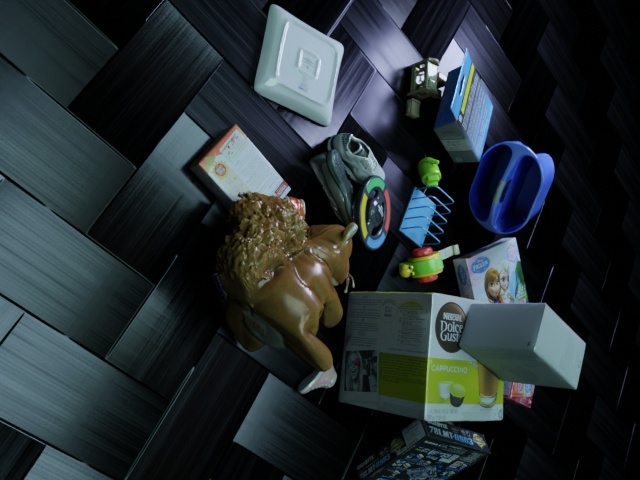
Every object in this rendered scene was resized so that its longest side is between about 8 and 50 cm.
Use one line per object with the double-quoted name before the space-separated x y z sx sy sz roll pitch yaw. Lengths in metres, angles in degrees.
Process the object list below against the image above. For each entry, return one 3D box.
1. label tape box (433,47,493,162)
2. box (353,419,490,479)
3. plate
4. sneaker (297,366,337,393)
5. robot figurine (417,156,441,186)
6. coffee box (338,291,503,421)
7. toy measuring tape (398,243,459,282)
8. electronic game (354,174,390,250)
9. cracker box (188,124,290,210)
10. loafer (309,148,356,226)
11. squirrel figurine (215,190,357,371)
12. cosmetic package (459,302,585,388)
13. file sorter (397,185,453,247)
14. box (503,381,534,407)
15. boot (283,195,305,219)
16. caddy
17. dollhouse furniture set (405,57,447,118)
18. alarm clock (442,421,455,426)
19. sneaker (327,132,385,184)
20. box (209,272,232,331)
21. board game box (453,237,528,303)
"label tape box" 0.478 -0.454 1.985 0.333 0.105 0.241 39 62 -50
"box" 0.303 0.651 1.723 0.295 0.293 0.073 25 33 -33
"plate" -0.047 -0.508 1.680 0.277 0.045 0.278 19 76 -36
"sneaker" -0.002 0.403 1.637 0.134 0.051 0.070 -40 105 -37
"robot figurine" 0.366 -0.233 1.950 0.067 0.101 0.115 -7 50 -3
"coffee box" 0.300 0.331 1.696 0.337 0.338 0.335 13 78 -37
"toy measuring tape" 0.391 0.065 1.932 0.330 0.121 0.122 -16 96 -38
"electronic game" 0.163 -0.084 1.764 0.229 0.048 0.230 -10 101 -60
"cracker box" -0.206 -0.161 1.513 0.232 0.067 0.156 49 61 -23
"loafer" 0.048 -0.144 1.712 0.096 0.084 0.268 -67 142 -52
"squirrel figurine" -0.064 0.052 1.415 0.370 0.281 0.397 -50 122 -34
"cosmetic package" 0.532 0.274 1.528 0.224 0.224 0.138 38 63 -31
"file sorter" 0.355 -0.081 1.921 0.118 0.104 0.170 35 66 -30
"box" 0.581 0.471 1.956 0.122 0.256 0.128 29 69 -30
"boot" -0.074 -0.046 1.616 0.084 0.059 0.158 2 84 -43
"caddy" 0.670 -0.190 2.055 0.179 0.241 0.342 -22 135 -42
"dollhouse furniture set" 0.389 -0.503 1.982 0.160 0.101 0.182 12 79 -37
"alarm clock" 0.411 0.665 1.935 0.192 0.064 0.129 43 62 -31
"sneaker" 0.127 -0.242 1.763 0.235 0.094 0.090 34 65 -34
"box" -0.164 0.120 1.538 0.233 0.044 0.159 -27 104 -36
"board game box" 0.644 0.180 2.149 0.318 0.065 0.318 -19 98 -37
